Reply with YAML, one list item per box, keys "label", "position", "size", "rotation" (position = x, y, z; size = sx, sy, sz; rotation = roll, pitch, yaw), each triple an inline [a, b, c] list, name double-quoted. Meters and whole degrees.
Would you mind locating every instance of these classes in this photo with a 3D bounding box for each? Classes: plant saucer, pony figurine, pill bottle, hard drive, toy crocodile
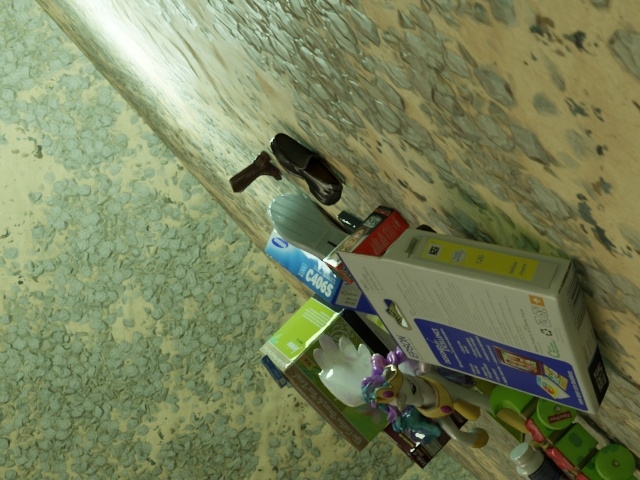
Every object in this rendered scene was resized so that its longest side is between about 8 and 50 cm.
- label: "plant saucer"
  position: [0.396, 0.363, 2.062]
  size: [0.188, 0.045, 0.188]
  rotation: [42, 171, 24]
- label: "pony figurine"
  position: [0.188, 0.243, 1.757]
  size: [0.363, 0.303, 0.351]
  rotation: [22, -160, -32]
- label: "pill bottle"
  position: [0.449, 0.478, 1.906]
  size: [0.120, 0.067, 0.067]
  rotation: [48, 172, -7]
- label: "hard drive"
  position: [0.096, 0.002, 1.871]
  size: [0.135, 0.022, 0.094]
  rotation: [50, 171, -29]
- label: "toy crocodile"
  position: [0.443, 0.362, 1.596]
  size: [0.340, 0.105, 0.115]
  rotation: [43, 172, 16]

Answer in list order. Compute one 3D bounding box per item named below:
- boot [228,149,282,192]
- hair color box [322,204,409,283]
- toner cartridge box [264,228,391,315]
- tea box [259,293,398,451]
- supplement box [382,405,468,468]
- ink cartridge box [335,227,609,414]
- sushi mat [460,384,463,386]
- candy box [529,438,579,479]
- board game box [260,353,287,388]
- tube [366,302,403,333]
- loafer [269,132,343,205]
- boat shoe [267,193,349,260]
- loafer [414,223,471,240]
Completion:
- label: "boot"
  position: [-0.151, -0.139, 2.105]
  size: [0.037, 0.114, 0.106]
  rotation: [39, 169, 43]
- label: "hair color box"
  position: [0.076, 0.006, 1.561]
  size: [0.043, 0.141, 0.072]
  rotation: [48, 171, -19]
- label: "toner cartridge box"
  position: [0.017, 0.072, 2.204]
  size: [0.165, 0.075, 0.348]
  rotation: [17, -170, -35]
- label: "tea box"
  position: [0.078, 0.314, 2.448]
  size: [0.329, 0.323, 0.220]
  rotation: [48, 172, -21]
- label: "supplement box"
  position: [0.283, 0.431, 2.273]
  size: [0.073, 0.239, 0.130]
  rotation: [50, 171, -32]
- label: "ink cartridge box"
  position: [0.210, 0.101, 1.233]
  size: [0.307, 0.072, 0.304]
  rotation: [15, 154, 35]
- label: "sushi mat"
  position: [0.219, 0.189, 2.019]
  size: [0.151, 0.019, 0.317]
  rotation: [34, 157, 54]
- label: "candy box"
  position: [0.504, 0.442, 1.881]
  size: [0.109, 0.053, 0.187]
  rotation: [46, 171, 6]
- label: "board game box"
  position: [-0.118, 0.334, 2.336]
  size: [0.090, 0.020, 0.090]
  rotation: [53, 169, 7]
- label: "tube"
  position: [0.205, 0.220, 2.238]
  size: [0.240, 0.070, 0.062]
  rotation: [40, 172, 33]
- label: "loafer"
  position: [-0.021, -0.141, 1.677]
  size: [0.170, 0.062, 0.061]
  rotation: [41, 150, 7]
- label: "boat shoe"
  position: [0.000, 0.000, 2.069]
  size: [0.302, 0.109, 0.094]
  rotation: [38, 171, 32]
- label: "loafer"
  position: [0.213, 0.037, 1.286]
  size: [0.220, 0.078, 0.080]
  rotation: [28, 156, 10]
